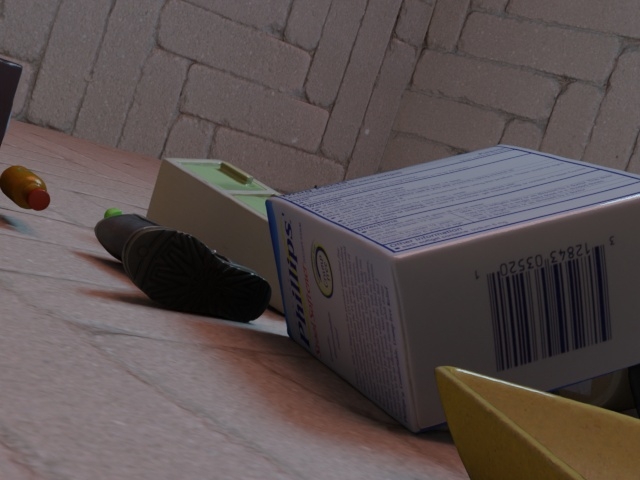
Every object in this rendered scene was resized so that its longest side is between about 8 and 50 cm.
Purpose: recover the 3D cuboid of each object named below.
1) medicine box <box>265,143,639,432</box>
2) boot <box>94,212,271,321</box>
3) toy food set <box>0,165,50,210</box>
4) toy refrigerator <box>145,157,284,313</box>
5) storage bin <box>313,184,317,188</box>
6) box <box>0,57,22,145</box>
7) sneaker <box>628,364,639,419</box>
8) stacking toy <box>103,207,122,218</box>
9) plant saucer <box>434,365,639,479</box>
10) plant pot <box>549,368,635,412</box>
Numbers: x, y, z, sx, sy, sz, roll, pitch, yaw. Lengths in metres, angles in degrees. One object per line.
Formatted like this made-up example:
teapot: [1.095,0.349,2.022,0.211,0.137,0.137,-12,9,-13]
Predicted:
medicine box: [0.127,0.024,0.987,0.263,0.149,0.289,-14,16,-19]
boot: [-0.167,0.009,1.118,0.208,0.076,0.190,32,-1,45]
toy food set: [-0.400,-0.100,1.182,0.232,0.111,0.104,52,-15,-30]
toy refrigerator: [-0.073,-0.010,1.290,0.269,0.094,0.102,31,21,36]
storage bin: [0.000,0.000,1.619,0.091,0.135,0.098,29,3,-5]
box: [-0.562,-0.203,1.545,0.167,0.168,0.203,21,5,39]
sneaker: [0.409,0.125,1.103,0.286,0.130,0.109,-9,-12,-42]
stacking toy: [-0.149,0.002,1.425,0.221,0.052,0.167,13,6,-41]
plant saucer: [0.245,0.182,0.598,0.333,0.081,0.333,18,4,-14]
plant pot: [0.314,0.087,1.221,0.256,0.256,0.274,20,23,27]
